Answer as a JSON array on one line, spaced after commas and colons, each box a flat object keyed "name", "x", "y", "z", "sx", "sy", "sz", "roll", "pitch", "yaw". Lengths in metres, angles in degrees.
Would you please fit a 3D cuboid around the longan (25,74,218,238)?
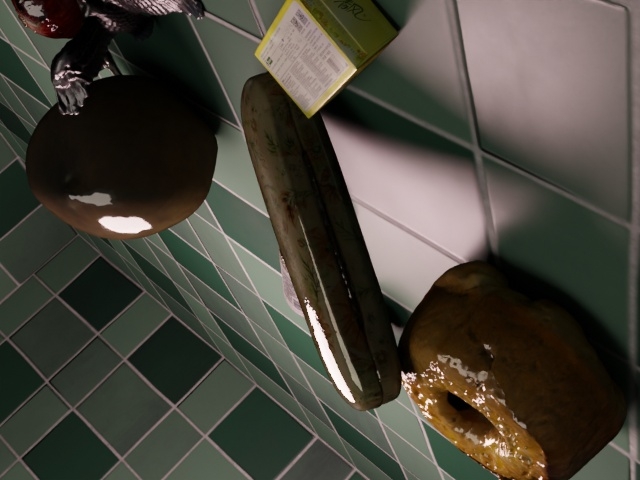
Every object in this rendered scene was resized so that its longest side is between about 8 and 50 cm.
[{"name": "longan", "x": -0.324, "y": -0.135, "z": 1.507, "sx": 0.350, "sy": 0.288, "sz": 0.288, "roll": 13, "pitch": 144, "yaw": 47}]

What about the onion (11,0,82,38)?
[{"name": "onion", "x": -0.413, "y": -0.375, "z": 1.416, "sx": 0.131, "sy": 0.131, "sz": 0.131, "roll": 41, "pitch": 163, "yaw": 16}]

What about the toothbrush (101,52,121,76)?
[{"name": "toothbrush", "x": -0.349, "y": -0.245, "z": 1.716, "sx": 0.297, "sy": 0.030, "sz": 0.030, "roll": 62, "pitch": -177, "yaw": -47}]

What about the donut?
[{"name": "donut", "x": 0.224, "y": 0.171, "z": 1.112, "sx": 0.299, "sy": 0.150, "sz": 0.317, "roll": 22, "pitch": 152, "yaw": 49}]

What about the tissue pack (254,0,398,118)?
[{"name": "tissue pack", "x": 0.001, "y": -0.199, "z": 0.927, "sx": 0.095, "sy": 0.062, "sz": 0.176, "roll": 49, "pitch": 164, "yaw": -4}]

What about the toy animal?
[{"name": "toy animal", "x": -0.306, "y": -0.311, "z": 1.240, "sx": 0.197, "sy": 0.272, "sz": 0.160, "roll": 43, "pitch": -159, "yaw": -21}]

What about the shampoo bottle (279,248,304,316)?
[{"name": "shampoo bottle", "x": -0.033, "y": 0.072, "z": 1.646, "sx": 0.086, "sy": 0.056, "sz": 0.227, "roll": 40, "pitch": 162, "yaw": 17}]

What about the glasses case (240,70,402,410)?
[{"name": "glasses case", "x": 0.000, "y": 0.000, "z": 1.109, "sx": 0.156, "sy": 0.098, "sz": 0.426, "roll": 178, "pitch": 73, "yaw": -81}]
